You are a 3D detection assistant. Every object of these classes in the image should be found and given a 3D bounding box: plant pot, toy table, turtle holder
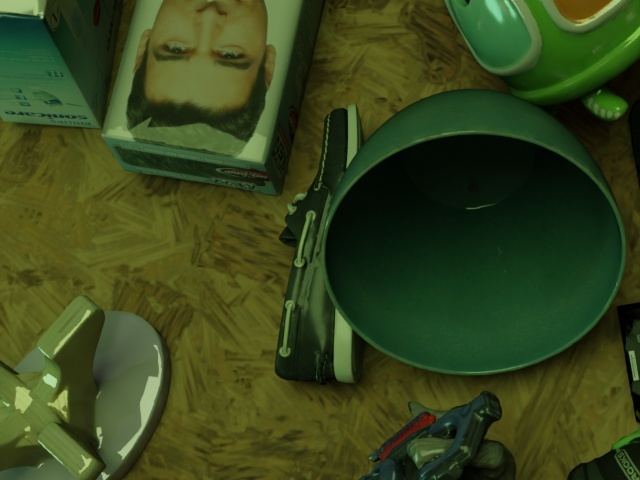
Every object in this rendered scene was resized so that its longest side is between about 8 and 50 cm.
[{"bbox_3d":[0.149,-0.039,1.702,0.290,0.290,0.195,-12,35,12],"label":"plant pot"},{"bbox_3d":[-0.293,0.175,1.790,0.252,0.161,0.274,26,81,23],"label":"toy table"},{"bbox_3d":[0.236,-0.279,1.723,0.243,0.227,0.320,-43,21,17],"label":"turtle holder"}]

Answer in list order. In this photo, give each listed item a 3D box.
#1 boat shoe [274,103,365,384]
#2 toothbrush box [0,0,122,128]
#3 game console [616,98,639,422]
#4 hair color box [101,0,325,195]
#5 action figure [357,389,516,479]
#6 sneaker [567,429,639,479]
[{"bbox_3d":[0.000,0.000,1.794,0.091,0.114,0.303,0,70,10],"label":"boat shoe"},{"bbox_3d":[-0.311,-0.277,1.876,0.126,0.295,0.216,5,71,6],"label":"toothbrush box"},{"bbox_3d":[0.399,0.008,1.718,0.213,0.044,0.361,-9,69,11],"label":"game console"},{"bbox_3d":[-0.101,-0.253,1.901,0.185,0.113,0.374,9,74,10],"label":"hair color box"},{"bbox_3d":[0.100,0.313,1.638,0.341,0.178,0.330,-37,40,38],"label":"action figure"},{"bbox_3d":[0.313,0.411,1.551,0.202,0.185,0.483,-13,65,35],"label":"sneaker"}]
